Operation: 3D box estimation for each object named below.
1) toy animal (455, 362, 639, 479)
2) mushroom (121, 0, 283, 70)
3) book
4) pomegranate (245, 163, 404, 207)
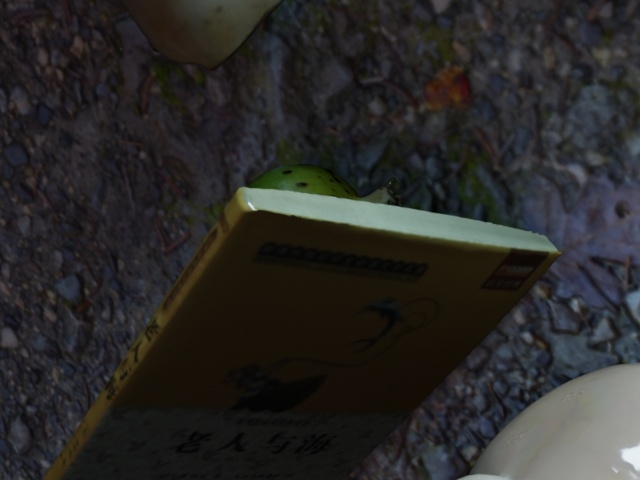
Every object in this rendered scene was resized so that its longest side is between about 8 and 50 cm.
[{"bbox_3d":[0.154,0.212,0.615,0.247,0.345,0.277,48,158,-7],"label":"toy animal"},{"bbox_3d":[-0.146,-0.254,0.661,0.293,0.292,0.290,2,138,29],"label":"mushroom"},{"bbox_3d":[-0.036,0.115,0.724,0.389,0.269,0.032,-53,47,34],"label":"book"},{"bbox_3d":[-0.006,0.004,0.733,0.130,0.130,0.130,10,113,26],"label":"pomegranate"}]
